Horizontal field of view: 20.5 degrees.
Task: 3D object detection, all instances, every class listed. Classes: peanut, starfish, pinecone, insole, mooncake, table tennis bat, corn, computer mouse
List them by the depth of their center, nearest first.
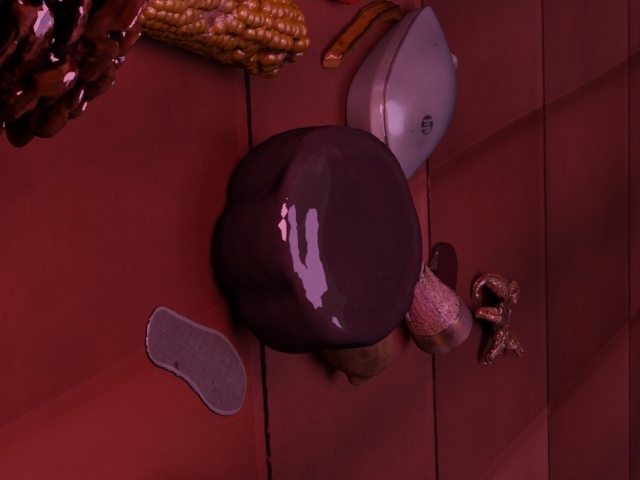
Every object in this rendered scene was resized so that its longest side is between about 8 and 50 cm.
[{"bbox_3d":[-0.237,-0.173,1.293,0.184,0.179,0.204,-45,128,-9],"label":"pinecone"},{"bbox_3d":[-0.103,-0.216,1.690,0.320,0.097,0.097,6,88,-63],"label":"corn"},{"bbox_3d":[-0.122,0.121,1.803,0.232,0.003,0.080,45,53,-59],"label":"insole"},{"bbox_3d":[0.000,0.000,1.844,0.245,0.133,0.245,10,75,-44],"label":"mooncake"},{"bbox_3d":[0.030,0.099,2.029,0.214,0.099,0.099,60,41,-51],"label":"peanut"},{"bbox_3d":[0.120,-0.179,2.175,0.288,0.097,0.159,-50,135,-51],"label":"computer mouse"},{"bbox_3d":[0.157,0.048,2.389,0.158,0.014,0.095,10,86,-67],"label":"table tennis bat"},{"bbox_3d":[0.273,0.117,2.607,0.150,0.053,0.210,-67,151,-26],"label":"starfish"}]

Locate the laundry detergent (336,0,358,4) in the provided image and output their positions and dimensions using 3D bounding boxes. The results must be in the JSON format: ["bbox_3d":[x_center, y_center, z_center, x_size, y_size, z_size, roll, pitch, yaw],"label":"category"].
[{"bbox_3d":[0.029,-0.311,2.017,0.165,0.049,0.097,-46,138,-51],"label":"laundry detergent"}]

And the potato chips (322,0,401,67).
[{"bbox_3d":[0.051,-0.249,2.099,0.204,0.026,0.037,-46,148,-56],"label":"potato chips"}]

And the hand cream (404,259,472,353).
[{"bbox_3d":[0.125,0.060,2.251,0.203,0.084,0.084,57,43,-45],"label":"hand cream"}]
